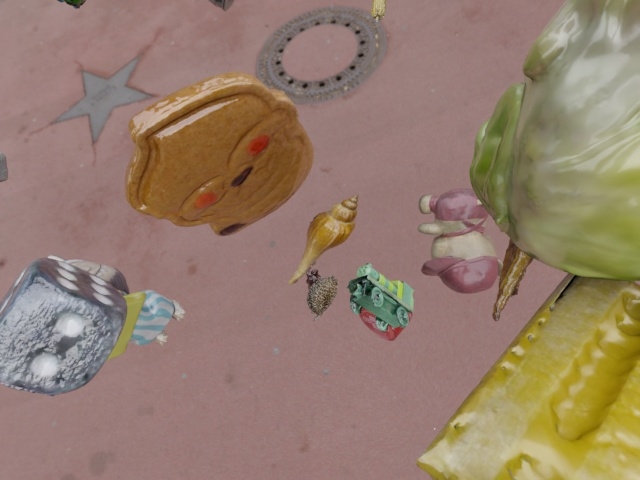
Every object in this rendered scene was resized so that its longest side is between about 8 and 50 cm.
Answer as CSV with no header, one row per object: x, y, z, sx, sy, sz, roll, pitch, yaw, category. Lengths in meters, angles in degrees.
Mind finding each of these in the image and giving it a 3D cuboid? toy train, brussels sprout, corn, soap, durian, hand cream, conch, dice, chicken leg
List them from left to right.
-0.476,0.150,0.762,0.183,0.181,0.182,-57,35,-2,dice
-0.012,0.191,1.689,0.090,0.219,0.048,15,49,26,chicken leg
-0.006,0.210,1.570,0.092,0.148,0.188,19,81,-16,durian
-0.004,-0.003,1.060,0.330,0.093,0.109,-45,15,34,conch
0.113,-0.453,0.797,0.027,0.028,0.083,2,83,57,corn
0.147,0.136,1.031,0.083,0.200,0.132,-21,44,37,toy train
0.258,0.292,1.681,0.193,0.193,0.125,33,61,25,hand cream
0.291,-0.095,0.365,0.274,0.316,0.242,8,58,6,brussels sprout
0.281,0.189,0.334,0.294,0.156,0.335,25,44,37,soap

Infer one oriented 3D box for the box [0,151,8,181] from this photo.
-0.605,-0.095,0.618,0.103,0.243,0.055,23,117,6,box

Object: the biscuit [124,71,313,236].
-0.176,-0.148,0.840,0.350,0.455,0.078,-44,67,13,biscuit

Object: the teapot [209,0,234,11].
-0.135,-0.380,0.547,0.091,0.092,0.124,26,111,-15,teapot

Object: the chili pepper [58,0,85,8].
-0.347,-0.468,0.648,0.061,0.098,0.224,40,109,2,chili pepper

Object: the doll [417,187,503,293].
0.337,0.004,1.027,0.196,0.152,0.255,-8,89,15,doll

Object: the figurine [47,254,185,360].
-0.646,0.141,1.205,0.378,0.361,0.266,43,100,23,figurine

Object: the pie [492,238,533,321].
0.306,0.028,0.656,0.033,0.088,0.190,16,107,7,pie
